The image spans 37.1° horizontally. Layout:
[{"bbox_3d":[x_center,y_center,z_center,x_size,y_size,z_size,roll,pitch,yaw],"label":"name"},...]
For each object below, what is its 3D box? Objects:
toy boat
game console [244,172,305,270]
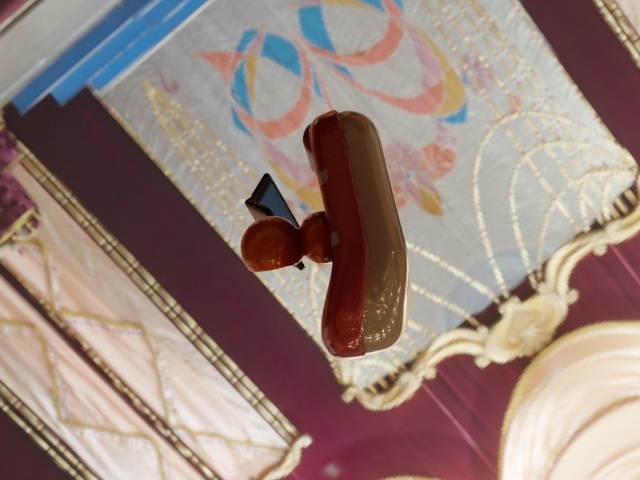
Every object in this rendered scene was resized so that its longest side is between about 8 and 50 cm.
[{"bbox_3d":[0.000,0.000,0.892,0.151,0.231,0.151,-12,157,3],"label":"toy boat"},{"bbox_3d":[-0.055,-0.030,1.457,0.071,0.122,0.107,-41,-148,-16],"label":"game console"}]
